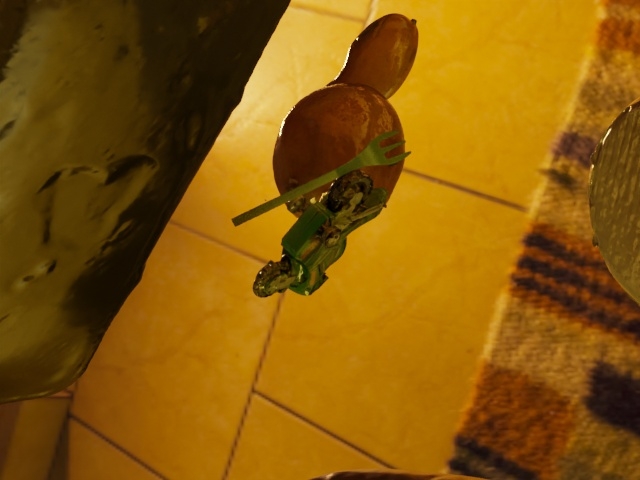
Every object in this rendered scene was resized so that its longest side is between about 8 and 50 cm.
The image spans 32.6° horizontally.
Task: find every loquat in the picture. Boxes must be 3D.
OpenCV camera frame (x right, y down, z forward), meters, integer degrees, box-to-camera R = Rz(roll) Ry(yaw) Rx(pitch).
[{"bbox_3d":[0.023,-0.114,1.515,0.187,0.176,0.234,131,154,-65],"label":"loquat"}]

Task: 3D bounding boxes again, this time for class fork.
[{"bbox_3d":[0.006,-0.067,1.216,0.039,0.235,0.021,60,157,6],"label":"fork"}]

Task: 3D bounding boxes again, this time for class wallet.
[{"bbox_3d":[-0.148,-0.038,0.621,0.051,0.197,0.377,48,120,27],"label":"wallet"}]

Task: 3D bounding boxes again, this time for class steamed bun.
[{"bbox_3d":[0.591,-0.063,1.626,0.374,0.241,0.374,37,134,54],"label":"steamed bun"}]

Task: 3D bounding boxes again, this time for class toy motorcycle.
[{"bbox_3d":[0.000,0.000,1.269,0.190,0.106,0.074,-48,62,4],"label":"toy motorcycle"}]

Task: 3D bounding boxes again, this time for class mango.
[{"bbox_3d":[0.078,-0.255,1.620,0.098,0.075,0.190,44,112,8],"label":"mango"}]

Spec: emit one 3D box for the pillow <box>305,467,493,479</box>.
[{"bbox_3d":[0.169,0.348,1.309,0.308,0.305,0.108,-3,65,37],"label":"pillow"}]
